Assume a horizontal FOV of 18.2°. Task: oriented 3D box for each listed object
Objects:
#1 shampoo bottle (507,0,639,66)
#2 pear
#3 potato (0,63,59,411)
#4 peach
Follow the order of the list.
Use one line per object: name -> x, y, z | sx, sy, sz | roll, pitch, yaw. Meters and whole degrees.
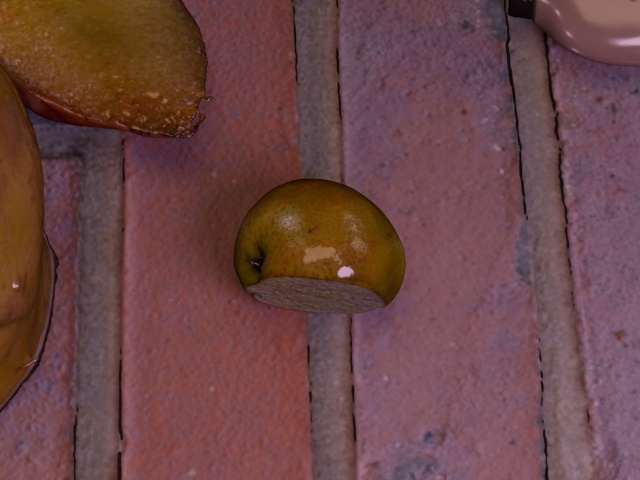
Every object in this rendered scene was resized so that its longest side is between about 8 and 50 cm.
shampoo bottle -> 0.293, -0.209, 1.785 | 0.257, 0.078, 0.127 | 4, 61, 5
pear -> 0.000, 0.000, 1.635 | 0.141, 0.141, 0.104 | 1, 77, 2
potato -> -0.380, 0.012, 1.554 | 0.290, 0.296, 0.397 | 36, 65, 21
peach -> -0.199, -0.164, 1.776 | 0.189, 0.068, 0.279 | -30, 62, -24
